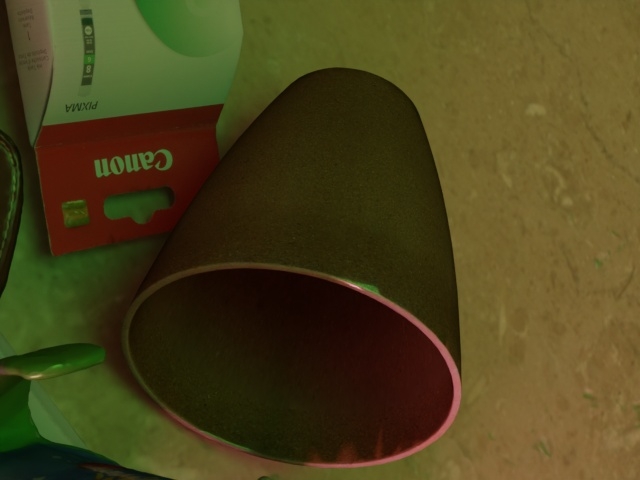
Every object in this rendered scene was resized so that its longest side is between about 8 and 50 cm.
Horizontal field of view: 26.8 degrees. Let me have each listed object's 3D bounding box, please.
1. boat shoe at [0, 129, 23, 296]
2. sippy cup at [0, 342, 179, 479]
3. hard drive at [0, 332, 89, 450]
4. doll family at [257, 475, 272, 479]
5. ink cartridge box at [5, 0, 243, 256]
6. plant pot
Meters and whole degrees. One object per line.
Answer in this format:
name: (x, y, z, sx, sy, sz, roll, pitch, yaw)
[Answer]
boat shoe: (-0.242, 0.053, 0.797, 0.111, 0.104, 0.307, 31, 62, -29)
sippy cup: (-0.124, 0.229, 0.777, 0.305, 0.224, 0.240, 48, 55, -21)
hard drive: (-0.269, 0.137, 0.853, 0.203, 0.040, 0.307, -44, 108, -36)
doll family: (-0.012, 0.309, 0.988, 0.163, 0.118, 0.263, -15, 72, -33)
ink cartridge box: (-0.131, -0.114, 0.974, 0.181, 0.056, 0.224, -14, 96, -47)
plant pot: (0.000, 0.000, 0.999, 0.237, 0.237, 0.254, 38, 44, -26)
